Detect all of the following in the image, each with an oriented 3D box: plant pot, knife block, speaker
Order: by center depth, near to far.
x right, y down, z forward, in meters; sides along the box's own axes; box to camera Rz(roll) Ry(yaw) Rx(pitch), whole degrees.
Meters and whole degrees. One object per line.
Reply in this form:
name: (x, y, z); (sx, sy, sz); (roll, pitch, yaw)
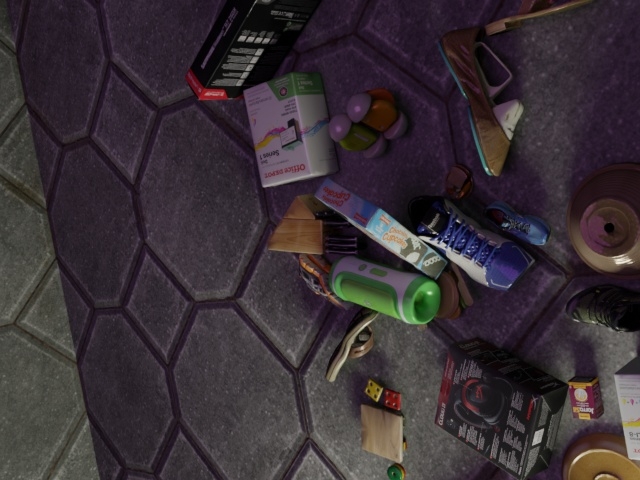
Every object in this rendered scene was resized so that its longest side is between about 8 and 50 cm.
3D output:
plant pot: (0.588, -0.033, 1.417); (0.237, 0.110, 0.237); (9, 104, 41)
plant pot: (0.629, 0.534, 1.550); (0.236, 0.032, 0.236); (10, 105, 41)
speaker: (0.155, 0.119, 1.807); (0.297, 0.131, 0.131); (16, 109, 48)
knife block: (0.000, 0.000, 1.968); (0.242, 0.088, 0.275); (53, 128, 22)

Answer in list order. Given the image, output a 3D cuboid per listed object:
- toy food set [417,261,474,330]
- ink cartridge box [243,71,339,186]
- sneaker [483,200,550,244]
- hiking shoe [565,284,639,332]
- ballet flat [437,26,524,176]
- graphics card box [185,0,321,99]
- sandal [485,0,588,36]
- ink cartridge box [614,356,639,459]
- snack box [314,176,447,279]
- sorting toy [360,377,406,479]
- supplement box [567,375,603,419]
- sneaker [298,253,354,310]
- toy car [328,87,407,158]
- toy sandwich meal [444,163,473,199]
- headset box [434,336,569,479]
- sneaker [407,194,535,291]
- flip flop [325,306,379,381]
toy food set: (0.299, 0.136, 1.768); (0.192, 0.039, 0.132); (-37, 67, 46)
ink cartridge box: (-0.081, -0.298, 1.960); (0.201, 0.117, 0.278); (-9, 93, 43)
sneaker: (0.427, -0.033, 1.585); (0.162, 0.073, 0.063); (29, 117, 35)
hiking shoe: (0.593, 0.137, 1.443); (0.227, 0.114, 0.086); (-7, 93, 43)
ballet flat: (0.369, -0.316, 1.574); (0.124, 0.116, 0.342); (-22, 80, 23)
graphics card box: (-0.183, -0.540, 1.925); (0.094, 0.233, 0.371); (56, 130, 19)
sandal: (0.436, -0.492, 1.474); (0.240, 0.088, 0.079); (-8, 99, 48)
ink cartridge box: (0.671, 0.329, 1.404); (0.128, 0.127, 0.176); (-9, 93, 42)
snack box: (0.145, -0.024, 1.669); (0.187, 0.322, 0.060); (35, 91, 44)
sorting toy: (0.175, 0.505, 1.942); (0.132, 0.046, 0.274); (8, 104, 41)
supplement box: (0.572, 0.339, 1.552); (0.055, 0.043, 0.083); (-9, 93, 42)
sneaker: (0.015, 0.121, 1.994); (0.215, 0.084, 0.083); (47, 139, 29)
toy car: (0.115, -0.303, 1.782); (0.182, 0.159, 0.136); (-43, 36, 39)
toy sandwich meal: (0.322, -0.135, 1.689); (0.086, 0.029, 0.085); (10, 105, 40)
headset box: (0.395, 0.371, 1.651); (0.293, 0.110, 0.218); (25, 115, 47)
sneaker: (0.305, -0.004, 1.610); (0.315, 0.182, 0.127); (39, 104, 29)
flip flop: (0.096, 0.281, 1.939); (0.080, 0.112, 0.277); (28, 115, 2)
